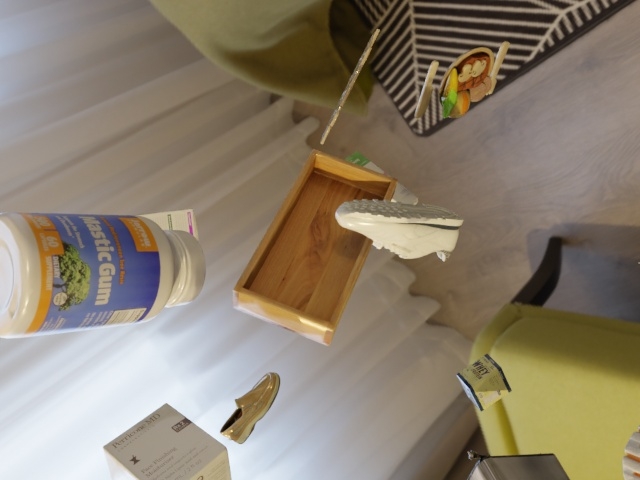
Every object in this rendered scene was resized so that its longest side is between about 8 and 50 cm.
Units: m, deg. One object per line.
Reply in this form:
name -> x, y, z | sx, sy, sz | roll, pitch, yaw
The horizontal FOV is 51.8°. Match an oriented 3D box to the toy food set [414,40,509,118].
toy food set -> 0.260, -0.274, 1.153 | 0.038, 0.192, 0.132 | 50, 148, 30

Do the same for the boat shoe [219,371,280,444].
boat shoe -> -0.164, 0.379, 1.510 | 0.072, 0.190, 0.068 | 30, -178, -25

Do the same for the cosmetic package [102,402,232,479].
cosmetic package -> -0.279, 0.434, 1.225 | 0.184, 0.151, 0.151 | 23, 128, 35

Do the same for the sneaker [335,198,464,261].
sneaker -> 0.135, -0.014, 1.150 | 0.090, 0.235, 0.094 | -114, 35, -61

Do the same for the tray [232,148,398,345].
tray -> 0.000, 0.000, 1.360 | 0.203, 0.410, 0.076 | 21, 143, 8

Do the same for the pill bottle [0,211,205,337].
pill bottle -> -0.292, 0.040, 0.875 | 0.152, 0.272, 0.152 | 1, 92, 41

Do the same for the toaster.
toaster -> 0.331, 0.462, 1.149 | 0.110, 0.186, 0.168 | -119, 39, -57

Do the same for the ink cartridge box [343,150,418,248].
ink cartridge box -> 0.127, -0.105, 1.736 | 0.212, 0.093, 0.154 | 38, 129, 9

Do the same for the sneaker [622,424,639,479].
sneaker -> 0.416, 0.218, 0.748 | 0.083, 0.214, 0.084 | 42, 160, -32

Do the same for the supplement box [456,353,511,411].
supplement box -> 0.356, 0.309, 1.434 | 0.083, 0.083, 0.056 | 60, 175, -31

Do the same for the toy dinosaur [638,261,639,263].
toy dinosaur -> 0.743, -0.047, 1.277 | 0.160, 0.313, 0.121 | 28, 149, -3

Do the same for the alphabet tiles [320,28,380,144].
alphabet tiles -> 0.079, -0.432, 1.872 | 0.011, 0.285, 0.342 | 26, 99, -5

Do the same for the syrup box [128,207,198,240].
syrup box -> -0.391, -0.009, 1.416 | 0.093, 0.237, 0.096 | 0, 97, 53
